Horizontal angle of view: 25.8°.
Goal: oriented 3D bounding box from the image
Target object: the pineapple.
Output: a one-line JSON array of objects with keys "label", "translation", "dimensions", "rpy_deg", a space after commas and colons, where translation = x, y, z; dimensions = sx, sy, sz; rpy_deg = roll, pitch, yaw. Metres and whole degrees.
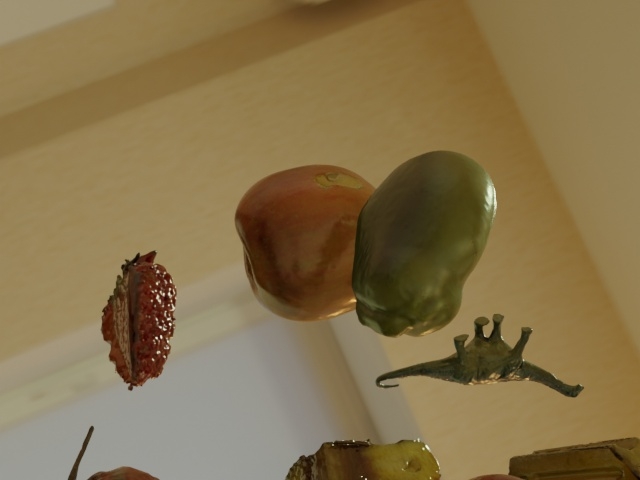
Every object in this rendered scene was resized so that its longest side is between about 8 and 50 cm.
[{"label": "pineapple", "translation": [0.038, 0.318, 1.727], "dimensions": [0.186, 0.237, 0.114], "rpy_deg": [74, -2, -49]}]

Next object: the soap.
[{"label": "soap", "translation": [0.376, 0.345, 1.832], "dimensions": [0.258, 0.080, 0.160], "rpy_deg": [-17, -96, 47]}]

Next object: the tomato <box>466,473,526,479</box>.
[{"label": "tomato", "translation": [0.164, 0.323, 1.438], "dimensions": [0.136, 0.195, 0.195], "rpy_deg": [54, -11, -4]}]

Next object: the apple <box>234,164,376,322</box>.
[{"label": "apple", "translation": [0.000, 0.000, 2.130], "dimensions": [0.242, 0.241, 0.242], "rpy_deg": [164, -90, -82]}]

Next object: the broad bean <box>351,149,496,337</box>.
[{"label": "broad bean", "translation": [0.133, 0.001, 1.846], "dimensions": [0.119, 0.238, 0.291], "rpy_deg": [34, 42, -25]}]

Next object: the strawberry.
[{"label": "strawberry", "translation": [-0.272, 0.129, 2.217], "dimensions": [0.174, 0.098, 0.228], "rpy_deg": [-67, -153, 24]}]

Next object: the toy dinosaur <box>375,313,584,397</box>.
[{"label": "toy dinosaur", "translation": [0.277, 0.206, 2.396], "dimensions": [0.076, 0.363, 0.147], "rpy_deg": [-95, -174, -65]}]

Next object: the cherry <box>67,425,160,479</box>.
[{"label": "cherry", "translation": [-0.192, 0.335, 1.356], "dimensions": [0.175, 0.192, 0.249], "rpy_deg": [-2, -53, 31]}]
